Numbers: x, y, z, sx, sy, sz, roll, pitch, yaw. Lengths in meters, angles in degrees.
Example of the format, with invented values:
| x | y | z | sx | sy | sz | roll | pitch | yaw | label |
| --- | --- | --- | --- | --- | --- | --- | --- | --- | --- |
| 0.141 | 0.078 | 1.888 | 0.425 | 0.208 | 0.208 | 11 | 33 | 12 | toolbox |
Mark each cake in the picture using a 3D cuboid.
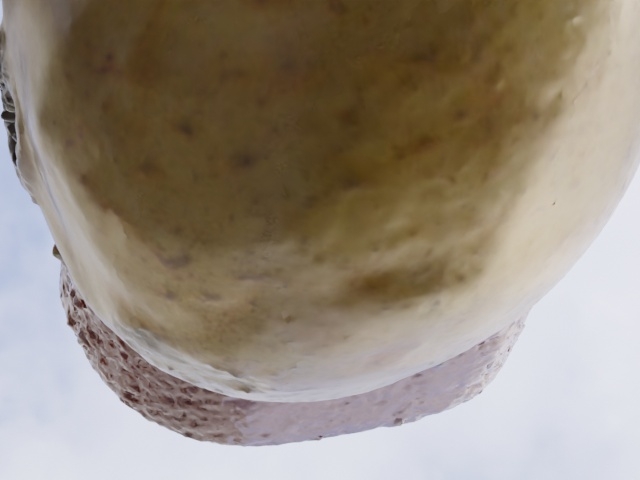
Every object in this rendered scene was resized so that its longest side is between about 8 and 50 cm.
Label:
| x | y | z | sx | sy | sz | roll | pitch | yaw | label |
| --- | --- | --- | --- | --- | --- | --- | --- | --- | --- |
| 0.000 | 0.000 | 0.808 | 0.283 | 0.151 | 0.177 | -10 | -126 | -20 | cake |

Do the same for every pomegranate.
| x | y | z | sx | sy | sz | roll | pitch | yaw | label |
| --- | --- | --- | --- | --- | --- | --- | --- | --- | --- |
| 0.004 | -0.071 | 0.529 | 0.260 | 0.260 | 0.260 | 0 | -95 | -1 | pomegranate |
